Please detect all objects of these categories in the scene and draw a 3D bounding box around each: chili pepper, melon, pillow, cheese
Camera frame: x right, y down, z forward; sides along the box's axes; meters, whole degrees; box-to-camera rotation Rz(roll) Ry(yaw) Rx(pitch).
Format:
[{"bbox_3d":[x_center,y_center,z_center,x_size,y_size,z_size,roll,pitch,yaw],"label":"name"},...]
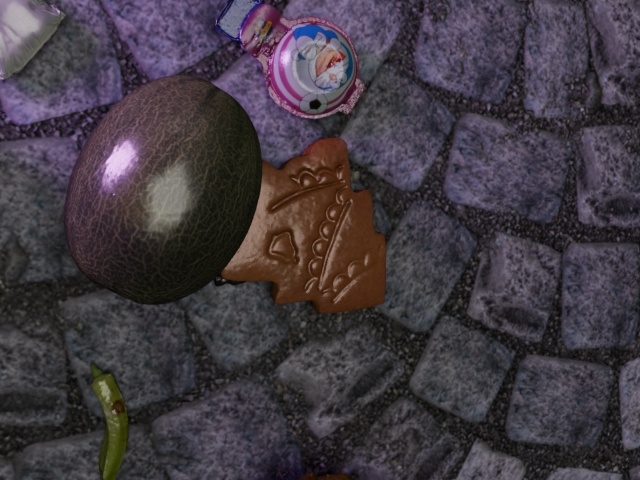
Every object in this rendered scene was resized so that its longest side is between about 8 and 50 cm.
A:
[{"bbox_3d":[-0.307,0.283,1.020,0.049,0.043,0.208,-5,97,-30],"label":"chili pepper"},{"bbox_3d":[-0.200,-0.068,0.918,0.237,0.237,0.302,26,86,-18],"label":"melon"},{"bbox_3d":[-0.457,-0.332,0.911,0.128,0.051,0.229,-46,105,-10],"label":"pillow"},{"bbox_3d":[-0.039,-0.279,1.043,0.244,0.062,0.155,34,86,-17],"label":"cheese"}]

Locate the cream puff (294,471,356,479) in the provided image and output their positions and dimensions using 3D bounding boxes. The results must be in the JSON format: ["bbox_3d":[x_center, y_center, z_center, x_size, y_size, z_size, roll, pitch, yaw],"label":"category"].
[{"bbox_3d":[0.008,0.492,1.000,0.378,0.378,0.275,-19,100,-15],"label":"cream puff"}]

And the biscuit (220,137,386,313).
[{"bbox_3d":[0.000,0.000,1.079,0.306,0.043,0.284,43,76,-21],"label":"biscuit"}]

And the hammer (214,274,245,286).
[{"bbox_3d":[-0.130,-0.032,1.057,0.078,0.021,0.201,-6,98,-17],"label":"hammer"}]
